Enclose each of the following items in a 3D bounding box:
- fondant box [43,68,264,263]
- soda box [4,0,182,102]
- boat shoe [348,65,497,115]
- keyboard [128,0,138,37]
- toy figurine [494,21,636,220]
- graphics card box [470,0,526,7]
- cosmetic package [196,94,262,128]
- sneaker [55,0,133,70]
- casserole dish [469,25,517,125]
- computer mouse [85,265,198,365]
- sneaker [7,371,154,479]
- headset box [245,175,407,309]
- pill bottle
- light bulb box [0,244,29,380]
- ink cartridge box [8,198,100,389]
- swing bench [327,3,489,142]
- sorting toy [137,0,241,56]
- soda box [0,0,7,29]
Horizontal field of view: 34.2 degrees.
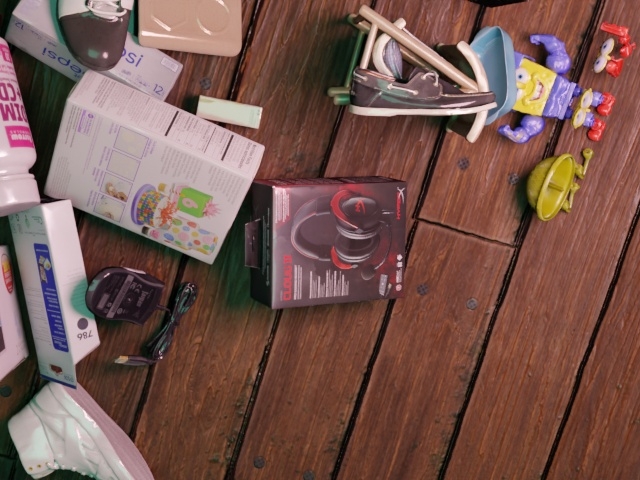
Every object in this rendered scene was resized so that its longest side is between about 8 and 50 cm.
[{"bbox_3d":[-0.293,-0.122,1.810,0.330,0.096,0.238,24,135,-6],"label":"fondant box"},{"bbox_3d":[-0.389,-0.323,1.789,0.286,0.098,0.091,30,63,-13],"label":"soda box"},{"bbox_3d":[0.161,-0.232,1.627,0.233,0.084,0.079,3,100,0],"label":"boat shoe"},{"bbox_3d":[-0.406,-0.478,1.839,0.201,0.033,0.317,5,98,-11],"label":"keyboard"},{"bbox_3d":[0.398,-0.242,1.896,0.217,0.191,0.363,25,106,23],"label":"toy figurine"},{"bbox_3d":[0.339,-0.587,1.762,0.094,0.233,0.371,15,99,-10],"label":"graphics card box"},{"bbox_3d":[-0.164,-0.232,1.877,0.115,0.060,0.041,11,97,-6],"label":"cosmetic package"},{"bbox_3d":[-0.353,-0.448,1.704,0.122,0.146,0.331,6,78,-27],"label":"sneaker"},{"bbox_3d":[0.307,-0.291,1.855,0.037,0.114,0.188,8,68,-28],"label":"casserole dish"},{"bbox_3d":[-0.348,0.133,1.866,0.060,0.262,0.184,31,99,35],"label":"computer mouse"},{"bbox_3d":[-0.452,0.408,1.946,0.169,0.108,0.292,-40,89,5],"label":"sneaker"},{"bbox_3d":[0.000,0.000,1.850,0.293,0.110,0.218,-3,100,-25],"label":"headset box"},{"bbox_3d":[-0.565,-0.183,1.724,0.160,0.160,0.283,-15,89,-1],"label":"pill bottle"},{"bbox_3d":[-0.723,0.160,1.755,0.361,0.358,0.225,-10,97,-2],"label":"light bulb box"},{"bbox_3d":[-0.473,0.091,1.858,0.065,0.165,0.333,-15,102,-37],"label":"ink cartridge box"},{"bbox_3d":[0.157,-0.285,1.788,0.254,0.253,0.165,15,99,-5],"label":"swing bench"},{"bbox_3d":[-0.228,-0.432,1.812,0.193,0.038,0.208,1,91,-31],"label":"sorting toy"},{"bbox_3d":[-0.602,-0.355,1.831,0.058,0.061,0.181,14,98,-6],"label":"soda box"}]
